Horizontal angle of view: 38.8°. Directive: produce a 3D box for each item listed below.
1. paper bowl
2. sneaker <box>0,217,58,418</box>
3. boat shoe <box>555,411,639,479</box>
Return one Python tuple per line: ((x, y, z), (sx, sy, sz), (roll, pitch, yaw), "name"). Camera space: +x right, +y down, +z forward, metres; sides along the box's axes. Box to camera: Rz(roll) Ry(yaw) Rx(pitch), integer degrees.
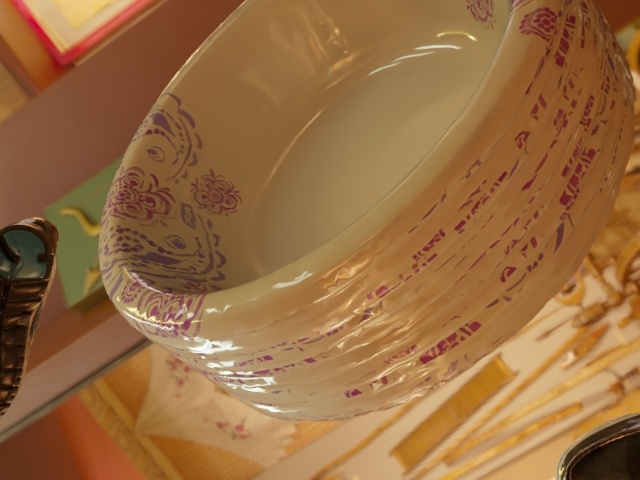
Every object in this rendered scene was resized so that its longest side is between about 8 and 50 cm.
((0.029, -0.037, 0.493), (0.148, 0.284, 0.284), (42, -163, -33), "paper bowl")
((-0.449, 0.125, 1.281), (0.125, 0.341, 0.140), (27, -170, -10), "sneaker")
((0.281, 0.157, 0.657), (0.076, 0.228, 0.080), (32, -129, -62), "boat shoe")
